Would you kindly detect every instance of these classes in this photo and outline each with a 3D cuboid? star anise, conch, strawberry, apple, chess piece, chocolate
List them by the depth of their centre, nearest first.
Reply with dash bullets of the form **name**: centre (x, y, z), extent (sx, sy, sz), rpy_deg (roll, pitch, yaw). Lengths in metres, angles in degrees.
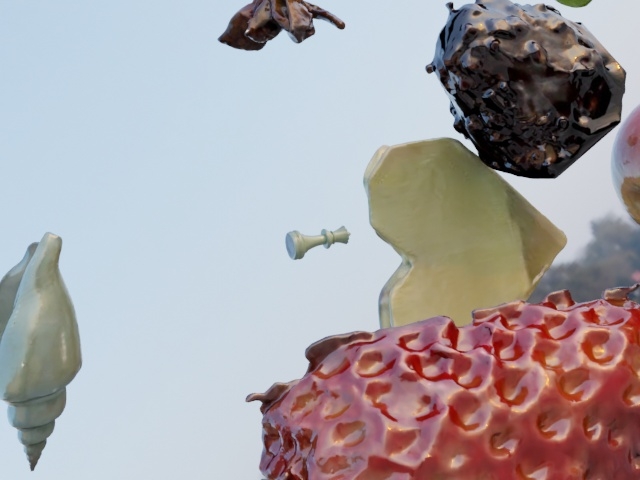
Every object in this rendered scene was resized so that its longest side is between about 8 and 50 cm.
- **strawberry**: centre (0.110, 0.178, 0.771), extent (0.280, 0.150, 0.253), rpy_deg (-11, -60, -15)
- **conch**: centre (-0.210, 0.080, 0.906), extent (0.065, 0.088, 0.180), rpy_deg (0, -83, -37)
- **chocolate**: centre (0.148, -0.139, 1.014), extent (0.156, 0.156, 0.133), rpy_deg (-53, -40, 11)
- **apple**: centre (0.446, -0.087, 1.478), extent (0.164, 0.209, 0.209), rpy_deg (-45, -14, -15)
- **star anise**: centre (-0.049, -0.324, 1.652), extent (0.111, 0.212, 0.196), rpy_deg (23, -34, -36)
- **chess piece**: centre (0.000, 0.000, 1.742), extent (0.093, 0.042, 0.042), rpy_deg (-10, -30, -21)

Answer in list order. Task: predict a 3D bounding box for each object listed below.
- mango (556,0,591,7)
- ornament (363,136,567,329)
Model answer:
- **mango**: centre (0.242, -0.279, 1.217), extent (0.073, 0.108, 0.056), rpy_deg (-33, 22, -15)
- **ornament**: centre (0.132, 0.006, 1.087), extent (0.180, 0.201, 0.059), rpy_deg (-8, 0, -10)
